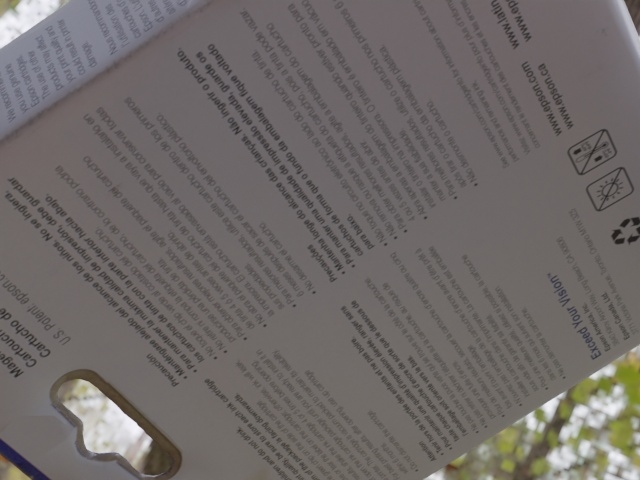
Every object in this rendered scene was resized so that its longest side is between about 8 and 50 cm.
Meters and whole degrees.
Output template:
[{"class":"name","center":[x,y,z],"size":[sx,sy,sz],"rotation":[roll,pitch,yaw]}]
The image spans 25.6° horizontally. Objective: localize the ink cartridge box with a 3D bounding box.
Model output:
[{"class":"ink cartridge box","center":[0.000,0.000,0.638],"size":[0.330,0.071,0.324],"rotation":[-32,-45,4]}]
